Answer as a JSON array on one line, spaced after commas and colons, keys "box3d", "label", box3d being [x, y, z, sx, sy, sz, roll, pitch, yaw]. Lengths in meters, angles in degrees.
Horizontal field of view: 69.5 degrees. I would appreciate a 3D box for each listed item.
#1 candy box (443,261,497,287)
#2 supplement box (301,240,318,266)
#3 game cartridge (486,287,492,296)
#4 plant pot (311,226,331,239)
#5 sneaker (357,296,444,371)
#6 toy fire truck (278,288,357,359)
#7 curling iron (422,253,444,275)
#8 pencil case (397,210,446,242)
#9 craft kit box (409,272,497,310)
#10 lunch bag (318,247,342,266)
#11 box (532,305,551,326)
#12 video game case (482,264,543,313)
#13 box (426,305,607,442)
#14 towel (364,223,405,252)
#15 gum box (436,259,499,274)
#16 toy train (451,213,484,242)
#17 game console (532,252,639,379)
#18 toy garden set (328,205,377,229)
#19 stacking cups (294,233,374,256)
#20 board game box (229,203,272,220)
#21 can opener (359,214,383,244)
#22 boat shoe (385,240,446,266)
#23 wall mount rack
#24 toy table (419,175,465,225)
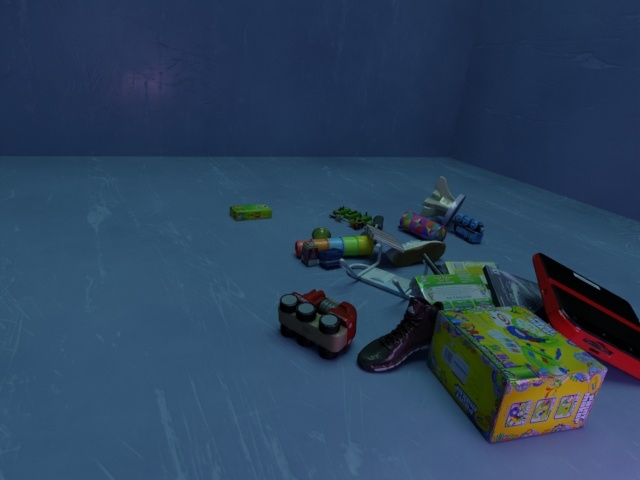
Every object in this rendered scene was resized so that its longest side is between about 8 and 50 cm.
[{"box3d": [0.554, 0.124, 1.666, 0.205, 0.027, 0.105, 2, 51, -14], "label": "candy box"}, {"box3d": [-0.042, 0.052, 1.777, 0.043, 0.084, 0.055, -6, 25, -30], "label": "supplement box"}, {"box3d": [0.612, 0.208, 1.631, 0.197, 0.062, 0.297, -9, 26, -26], "label": "game cartridge"}, {"box3d": [0.000, 0.000, 1.942, 0.083, 0.083, 0.079, 8, 33, 2], "label": "plant pot"}, {"box3d": [0.219, 0.233, 1.246, 0.281, 0.163, 0.106, -19, 31, -21], "label": "sneaker"}, {"box3d": [0.026, 0.216, 1.345, 0.216, 0.159, 0.246, 21, 36, 32], "label": "toy fire truck"}, {"box3d": [0.444, 0.148, 1.590, 0.035, 0.068, 0.274, -22, 59, -20], "label": "curling iron"}, {"box3d": [0.486, -0.060, 2.205, 0.104, 0.105, 0.236, -11, 25, -37], "label": "pencil case"}, {"box3d": [0.435, 0.213, 1.439, 0.249, 0.061, 0.247, -1, 49, -19], "label": "craft kit box"}, {"box3d": [0.042, 0.068, 1.790, 0.098, 0.065, 0.067, -8, 11, -31], "label": "lunch bag"}, {"box3d": [0.732, 0.262, 1.398, 0.158, 0.093, 0.156, -13, 59, -40], "label": "box"}, {"box3d": [0.672, 0.196, 1.519, 0.274, 0.026, 0.196, 18, 41, -18], "label": "video game case"}, {"box3d": [0.470, 0.313, 1.154, 0.278, 0.177, 0.290, 0, 22, -17], "label": "box"}, {"box3d": [0.255, -0.007, 1.862, 0.144, 0.029, 0.197, 24, 13, -11], "label": "towel"}, {"box3d": [0.574, 0.110, 1.809, 0.184, 0.041, 0.157, -4, 4, -28], "label": "gum box"}, {"box3d": [0.720, -0.062, 2.260, 0.080, 0.105, 0.184, 4, 21, -33], "label": "toy train"}, {"box3d": [0.826, 0.226, 1.391, 0.386, 0.060, 0.342, 28, 34, -8], "label": "game console"}, {"box3d": [0.163, -0.123, 2.321, 0.244, 0.049, 0.203, 22, 26, 33], "label": "toy garden set"}, {"box3d": [0.055, 0.019, 1.872, 0.315, 0.096, 0.096, 1, 23, -16], "label": "stacking cups"}, {"box3d": [-0.333, -0.136, 2.212, 0.181, 0.043, 0.092, -7, 25, -31], "label": "board game box"}, {"box3d": [0.246, -0.053, 2.137, 0.093, 0.074, 0.280, 11, 22, 12], "label": "can opener"}, {"box3d": [0.397, 0.038, 1.924, 0.276, 0.098, 0.096, -6, 26, -27], "label": "boat shoe"}, {"box3d": [0.228, 0.115, 1.640, 0.349, 0.131, 0.304, 19, 25, 30], "label": "wall mount rack"}, {"box3d": [0.642, -0.192, 2.423, 0.160, 0.252, 0.274, 32, 18, 15], "label": "toy table"}]
